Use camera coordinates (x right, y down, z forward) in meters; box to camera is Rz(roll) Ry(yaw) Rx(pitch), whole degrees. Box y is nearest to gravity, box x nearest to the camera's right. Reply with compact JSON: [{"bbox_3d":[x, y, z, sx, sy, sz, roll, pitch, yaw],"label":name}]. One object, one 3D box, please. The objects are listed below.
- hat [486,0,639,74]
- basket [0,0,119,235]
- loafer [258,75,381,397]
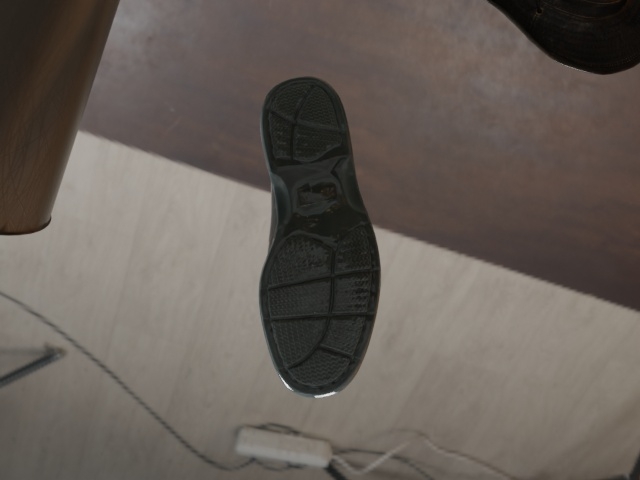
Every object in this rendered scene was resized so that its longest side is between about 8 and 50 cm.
[{"bbox_3d":[0.318,-0.373,1.162,0.331,0.331,0.134,27,150,-12],"label":"hat"},{"bbox_3d":[-0.244,-0.139,0.718,0.154,0.204,0.227,35,105,28],"label":"basket"},{"bbox_3d":[0.000,0.000,0.797,0.096,0.268,0.084,-4,161,4],"label":"loafer"}]
